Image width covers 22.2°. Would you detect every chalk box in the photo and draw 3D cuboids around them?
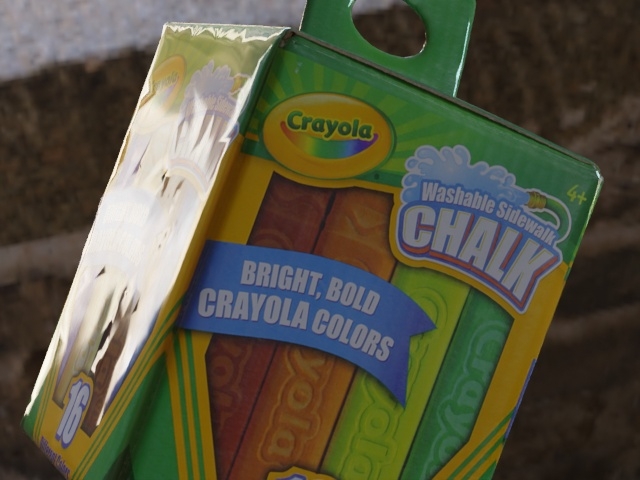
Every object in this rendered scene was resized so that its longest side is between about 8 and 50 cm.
[{"bbox_3d":[0.000,0.000,0.787,0.180,0.289,0.179,19,1,-24],"label":"chalk box"}]
